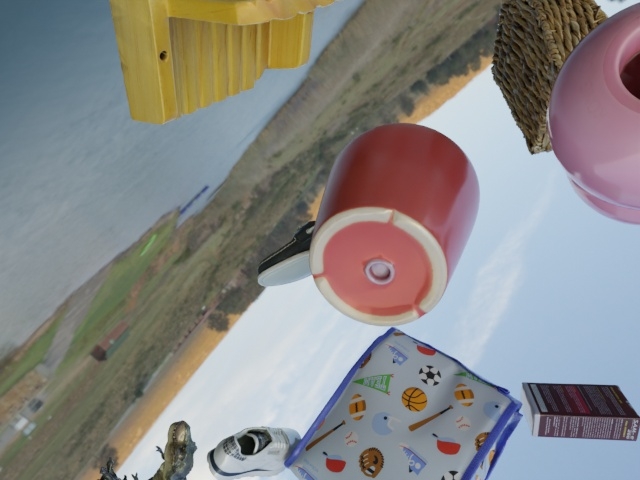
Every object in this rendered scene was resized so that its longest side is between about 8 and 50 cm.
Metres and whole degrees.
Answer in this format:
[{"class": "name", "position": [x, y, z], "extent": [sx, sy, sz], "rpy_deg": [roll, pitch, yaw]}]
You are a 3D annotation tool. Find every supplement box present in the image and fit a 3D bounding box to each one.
[{"class": "supplement box", "position": [0.635, 0.421, 1.243], "extent": [0.239, 0.073, 0.130], "rpy_deg": [-1, -160, 8]}]

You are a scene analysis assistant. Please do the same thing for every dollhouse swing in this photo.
[{"class": "dollhouse swing", "position": [-0.101, -0.317, 0.840], "extent": [0.346, 0.304, 0.315], "rpy_deg": [-36, 150, -35]}]

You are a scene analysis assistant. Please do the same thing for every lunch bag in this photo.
[{"class": "lunch bag", "position": [0.183, 0.411, 1.037], "extent": [0.386, 0.327, 0.239], "rpy_deg": [-55, 147, -13]}]

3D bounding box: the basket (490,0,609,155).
[{"class": "basket", "position": [0.451, -0.320, 0.865], "extent": [0.214, 0.222, 0.299], "rpy_deg": [82, 5, -47]}]

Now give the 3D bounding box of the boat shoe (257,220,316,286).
[{"class": "boat shoe", "position": [0.000, 0.000, 1.040], "extent": [0.302, 0.091, 0.114], "rpy_deg": [-23, 157, -6]}]

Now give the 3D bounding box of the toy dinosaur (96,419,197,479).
[{"class": "toy dinosaur", "position": [-0.225, 0.335, 0.661], "extent": [0.064, 0.118, 0.268], "rpy_deg": [-65, 169, -57]}]

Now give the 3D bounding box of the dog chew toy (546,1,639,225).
[{"class": "dog chew toy", "position": [0.370, -0.110, 0.560], "extent": [0.206, 0.207, 0.331], "rpy_deg": [-45, 150, 9]}]

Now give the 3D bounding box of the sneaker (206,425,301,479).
[{"class": "sneaker", "position": [-0.111, 0.416, 1.010], "extent": [0.235, 0.090, 0.095], "rpy_deg": [9, 124, -51]}]

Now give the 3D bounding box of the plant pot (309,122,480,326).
[{"class": "plant pot", "position": [0.109, -0.015, 0.780], "extent": [0.275, 0.275, 0.243], "rpy_deg": [-41, -169, 32]}]
